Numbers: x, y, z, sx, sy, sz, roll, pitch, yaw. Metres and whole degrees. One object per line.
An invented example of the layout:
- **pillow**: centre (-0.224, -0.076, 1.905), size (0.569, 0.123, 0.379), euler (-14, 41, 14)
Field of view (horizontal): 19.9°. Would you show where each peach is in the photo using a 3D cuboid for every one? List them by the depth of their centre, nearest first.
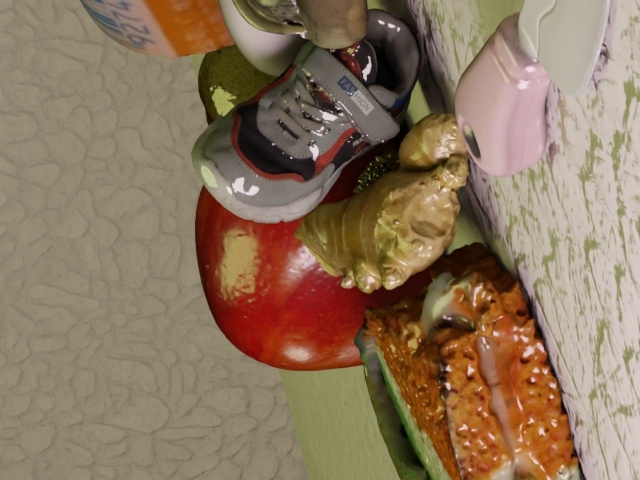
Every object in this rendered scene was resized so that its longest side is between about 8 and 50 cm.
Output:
- **peach**: centre (0.003, -0.009, 1.641), size (0.248, 0.245, 0.274), euler (41, 150, 19)

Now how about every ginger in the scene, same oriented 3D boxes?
- **ginger**: centre (0.054, -0.008, 1.385), size (0.205, 0.081, 0.115), euler (-45, 57, 50)

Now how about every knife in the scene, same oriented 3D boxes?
- **knife**: centre (0.122, -0.112, 1.010), size (0.336, 0.043, 0.081), euler (101, 145, -72)

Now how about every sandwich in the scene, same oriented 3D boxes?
- **sandwich**: centre (0.113, 0.113, 1.380), size (0.292, 0.109, 0.212), euler (-150, 52, -73)

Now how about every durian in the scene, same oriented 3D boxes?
- **durian**: centre (0.070, -0.037, 1.486), size (0.080, 0.091, 0.080), euler (23, -118, -54)

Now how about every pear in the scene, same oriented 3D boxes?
- **pear**: centre (-0.060, -0.154, 1.941), size (0.167, 0.137, 0.167), euler (161, 90, -83)

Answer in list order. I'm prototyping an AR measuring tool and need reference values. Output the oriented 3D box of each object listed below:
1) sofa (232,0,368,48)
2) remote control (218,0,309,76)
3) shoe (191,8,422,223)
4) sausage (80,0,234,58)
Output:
- **sofa**: centre (-0.016, -0.271, 1.105), size (0.200, 0.182, 0.258), euler (88, 163, -64)
- **remote control**: centre (-0.037, -0.283, 1.408), size (0.221, 0.104, 0.332), euler (-73, -22, -48)
- **shoe**: centre (0.008, -0.102, 1.370), size (0.099, 0.227, 0.125), euler (49, 142, 2)
- **sausage**: centre (-0.152, -0.326, 1.546), size (0.287, 0.233, 0.233), euler (58, -172, -54)
